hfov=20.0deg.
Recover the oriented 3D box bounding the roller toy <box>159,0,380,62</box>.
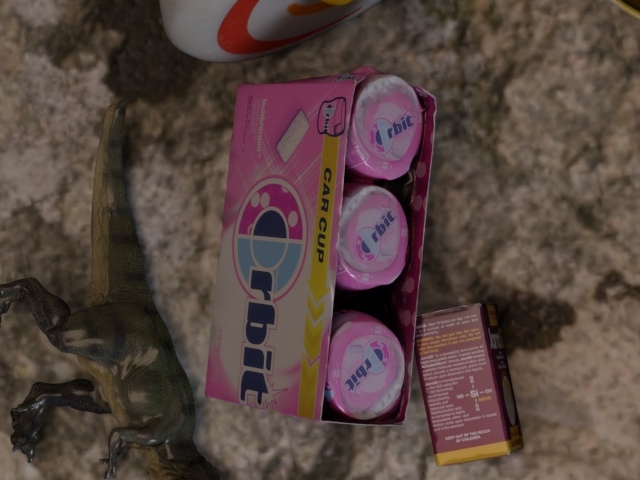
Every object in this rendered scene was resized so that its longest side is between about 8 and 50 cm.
[{"bbox_3d":[-0.016,-0.189,0.960,0.191,0.209,0.146,-41,74,48],"label":"roller toy"}]

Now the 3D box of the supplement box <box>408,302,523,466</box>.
[{"bbox_3d":[0.080,0.078,0.990,0.043,0.055,0.083,-12,85,15],"label":"supplement box"}]

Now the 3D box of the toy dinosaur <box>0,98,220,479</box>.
[{"bbox_3d":[-0.135,0.063,1.056,0.118,0.064,0.268,-15,81,9],"label":"toy dinosaur"}]

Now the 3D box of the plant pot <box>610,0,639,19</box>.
[{"bbox_3d":[0.201,-0.168,0.941,0.134,0.095,0.134,-1,87,16],"label":"plant pot"}]

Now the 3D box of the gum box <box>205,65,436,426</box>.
[{"bbox_3d":[0.000,0.000,0.988,0.107,0.062,0.188,5,89,52],"label":"gum box"}]
